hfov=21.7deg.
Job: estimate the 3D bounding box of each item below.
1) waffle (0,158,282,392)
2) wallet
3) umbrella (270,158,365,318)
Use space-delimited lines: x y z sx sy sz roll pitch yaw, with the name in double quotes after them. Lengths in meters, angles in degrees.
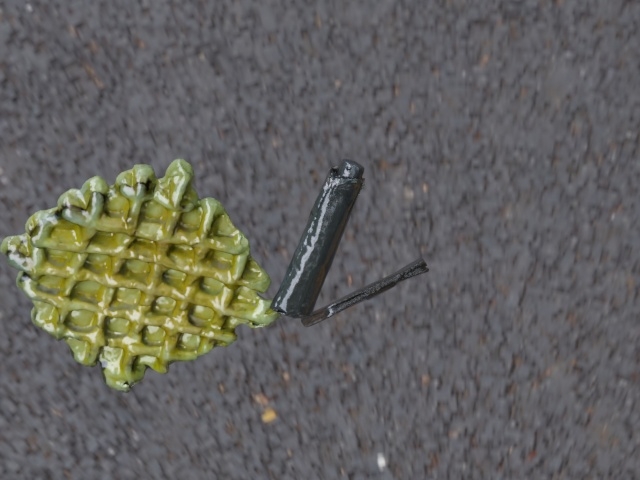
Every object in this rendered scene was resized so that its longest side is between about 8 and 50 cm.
-0.166 0.028 1.489 0.223 0.204 0.054 -25 31 19 "waffle"
0.054 0.061 1.973 0.156 0.082 0.018 -25 90 -30 "wallet"
-0.001 0.000 1.274 0.031 0.036 0.133 24 101 9 "umbrella"
